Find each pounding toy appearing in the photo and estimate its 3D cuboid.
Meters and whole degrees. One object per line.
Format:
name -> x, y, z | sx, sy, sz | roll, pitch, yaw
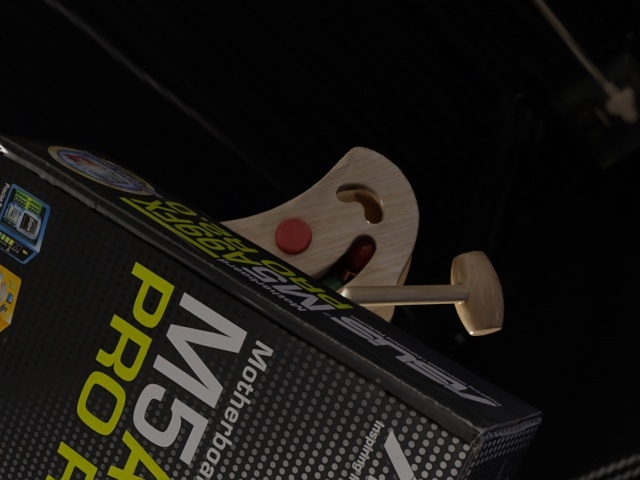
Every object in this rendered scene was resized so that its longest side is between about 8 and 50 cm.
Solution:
pounding toy -> 0.000, 0.000, 0.904 | 0.155, 0.269, 0.154 | 93, -5, -68

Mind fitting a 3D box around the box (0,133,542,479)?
box -> -0.076, 0.127, 0.435 | 0.216, 0.060, 0.270 | 31, -77, 27
